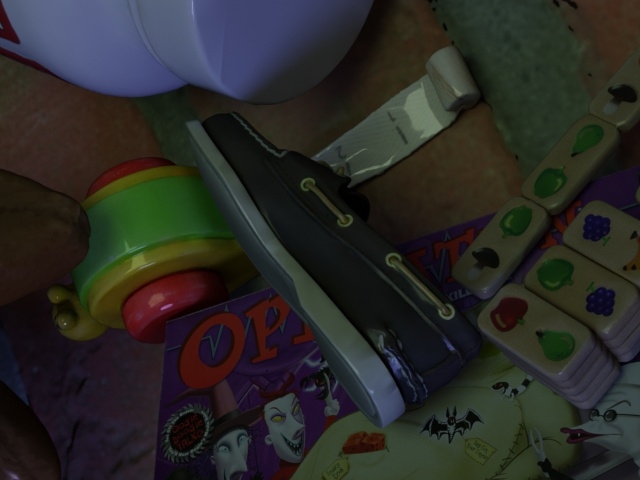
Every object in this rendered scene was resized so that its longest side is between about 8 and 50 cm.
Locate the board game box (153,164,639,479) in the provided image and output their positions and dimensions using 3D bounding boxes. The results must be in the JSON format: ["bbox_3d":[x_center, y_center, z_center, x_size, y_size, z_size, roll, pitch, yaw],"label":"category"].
[{"bbox_3d":[0.064,0.090,0.661,0.347,0.056,0.208,-20,45,23],"label":"board game box"}]

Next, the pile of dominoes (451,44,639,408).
[{"bbox_3d":[0.185,-0.030,0.601,0.251,0.040,0.196,-50,44,-5],"label":"pile of dominoes"}]

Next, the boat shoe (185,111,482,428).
[{"bbox_3d":[0.000,0.000,0.680,0.069,0.081,0.227,-31,54,-9],"label":"boat shoe"}]

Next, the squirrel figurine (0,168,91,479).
[{"bbox_3d":[-0.366,0.118,0.817,0.397,0.370,0.281,19,58,2],"label":"squirrel figurine"}]

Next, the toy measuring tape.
[{"bbox_3d":[-0.059,-0.025,0.785,0.330,0.121,0.121,-33,67,24],"label":"toy measuring tape"}]

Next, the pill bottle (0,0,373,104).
[{"bbox_3d":[-0.169,-0.226,0.816,0.408,0.229,0.229,24,96,32],"label":"pill bottle"}]
